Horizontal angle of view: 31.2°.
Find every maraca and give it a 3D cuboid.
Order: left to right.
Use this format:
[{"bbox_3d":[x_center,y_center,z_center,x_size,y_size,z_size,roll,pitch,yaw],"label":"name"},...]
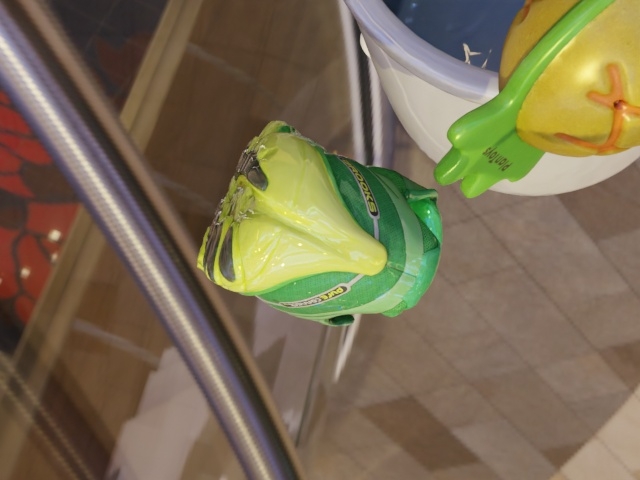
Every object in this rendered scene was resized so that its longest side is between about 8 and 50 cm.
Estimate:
[{"bbox_3d":[0.137,-0.087,0.590,0.186,0.099,0.127,-41,153,16],"label":"maraca"}]

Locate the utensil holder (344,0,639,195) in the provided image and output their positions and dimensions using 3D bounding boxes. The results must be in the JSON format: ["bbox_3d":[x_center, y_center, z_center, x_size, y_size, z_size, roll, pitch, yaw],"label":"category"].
[{"bbox_3d":[0.179,-0.218,0.945,0.328,0.327,0.385,7,172,9],"label":"utensil holder"}]

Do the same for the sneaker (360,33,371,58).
[{"bbox_3d":[0.124,-0.215,1.533,0.086,0.085,0.237,-31,145,28],"label":"sneaker"}]

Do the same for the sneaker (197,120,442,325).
[{"bbox_3d":[0.000,0.000,0.656,0.123,0.295,0.109,25,95,-7],"label":"sneaker"}]
